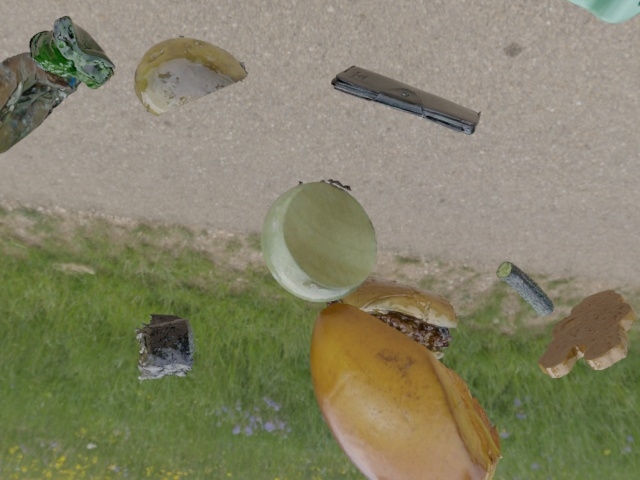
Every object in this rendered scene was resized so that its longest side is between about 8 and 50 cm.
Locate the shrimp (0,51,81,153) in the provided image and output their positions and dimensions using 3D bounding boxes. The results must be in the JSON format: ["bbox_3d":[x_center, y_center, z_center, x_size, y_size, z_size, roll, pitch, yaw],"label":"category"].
[{"bbox_3d":[-0.606,-0.303,0.952,0.110,0.445,0.221,30,126,-17],"label":"shrimp"}]

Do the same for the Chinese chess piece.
[{"bbox_3d":[0.000,0.000,0.890,0.238,0.237,0.092,23,150,-23],"label":"Chinese chess piece"}]

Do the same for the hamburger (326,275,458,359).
[{"bbox_3d":[0.139,0.163,1.020,0.283,0.155,0.245,12,179,4],"label":"hamburger"}]

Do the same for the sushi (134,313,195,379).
[{"bbox_3d":[-0.347,0.230,1.037,0.115,0.147,0.212,0,166,-23],"label":"sushi"}]

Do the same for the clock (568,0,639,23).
[{"bbox_3d":[0.204,-0.274,0.358,0.211,0.065,0.159,12,137,-13],"label":"clock"}]

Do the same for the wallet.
[{"bbox_3d":[0.187,-0.306,1.014,0.318,0.172,0.045,24,120,11],"label":"wallet"}]

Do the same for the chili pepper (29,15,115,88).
[{"bbox_3d":[-0.329,-0.249,0.634,0.224,0.061,0.098,18,153,46],"label":"chili pepper"}]

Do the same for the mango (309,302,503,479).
[{"bbox_3d":[0.105,0.227,0.687,0.199,0.350,0.201,-30,149,-31],"label":"mango"}]

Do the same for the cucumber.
[{"bbox_3d":[0.530,0.122,1.216,0.187,0.058,0.058,40,132,-19],"label":"cucumber"}]

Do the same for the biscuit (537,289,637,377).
[{"bbox_3d":[0.460,0.155,0.806,0.144,0.236,0.040,-26,93,46],"label":"biscuit"}]

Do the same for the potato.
[{"bbox_3d":[-0.285,-0.362,0.997,0.243,0.098,0.138,-25,113,-3],"label":"potato"}]
